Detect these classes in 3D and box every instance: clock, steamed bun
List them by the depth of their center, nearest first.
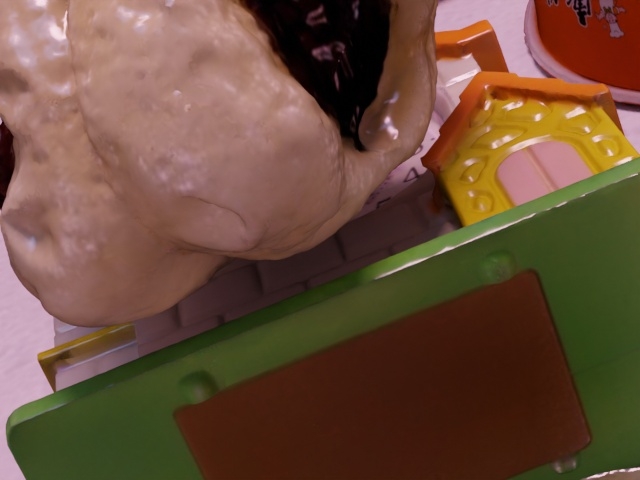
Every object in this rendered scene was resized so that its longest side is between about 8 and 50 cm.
[{"bbox_3d":[-0.044,-0.048,0.480,0.172,0.141,0.155,-18,40,19],"label":"steamed bun"},{"bbox_3d":[0.000,0.000,0.591,0.219,0.106,0.255,-22,30,1],"label":"clock"}]

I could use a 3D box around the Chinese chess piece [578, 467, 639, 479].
[{"bbox_3d":[0.091,0.104,0.442,0.084,0.034,0.084,-15,33,10],"label":"Chinese chess piece"}]

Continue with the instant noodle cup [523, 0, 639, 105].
[{"bbox_3d":[0.189,-0.207,0.705,0.250,0.192,0.250,-16,31,10],"label":"instant noodle cup"}]
